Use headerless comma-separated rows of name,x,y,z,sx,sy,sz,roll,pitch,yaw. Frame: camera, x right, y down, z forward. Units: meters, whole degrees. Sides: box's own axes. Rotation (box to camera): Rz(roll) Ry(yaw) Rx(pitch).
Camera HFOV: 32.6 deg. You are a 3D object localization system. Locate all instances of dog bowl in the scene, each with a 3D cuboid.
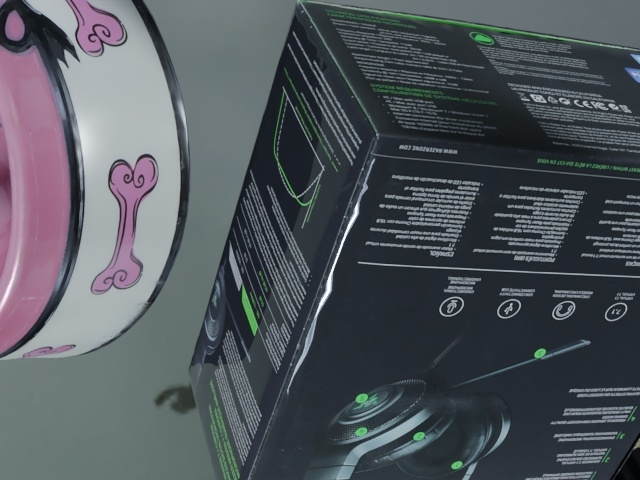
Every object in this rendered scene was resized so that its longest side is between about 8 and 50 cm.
dog bowl,-0.313,-0.077,0.922,0.150,0.408,0.408,-20,144,-54

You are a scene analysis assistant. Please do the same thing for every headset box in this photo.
headset box,0.077,0.034,0.618,0.246,0.131,0.283,3,127,-22

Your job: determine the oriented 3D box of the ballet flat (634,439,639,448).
ballet flat,0.185,0.100,0.885,0.073,0.206,0.067,-35,139,-9
